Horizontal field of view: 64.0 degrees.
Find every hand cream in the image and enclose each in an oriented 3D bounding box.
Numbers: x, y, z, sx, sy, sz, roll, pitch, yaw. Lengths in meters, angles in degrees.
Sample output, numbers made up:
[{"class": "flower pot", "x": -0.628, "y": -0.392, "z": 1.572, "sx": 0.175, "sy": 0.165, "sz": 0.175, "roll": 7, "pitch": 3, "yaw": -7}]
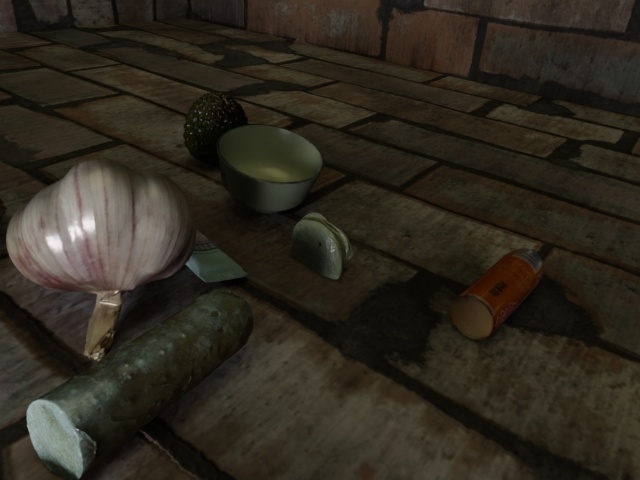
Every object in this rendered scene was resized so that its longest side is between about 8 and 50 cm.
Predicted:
[{"class": "hand cream", "x": -0.252, "y": -0.013, "z": 0.875, "sx": 0.331, "sy": 0.058, "sz": 0.085, "roll": 37, "pitch": 25, "yaw": 34}]

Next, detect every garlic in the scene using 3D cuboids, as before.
[{"class": "garlic", "x": -0.282, "y": 0.034, "z": 0.679, "sx": 0.244, "sy": 0.245, "sz": 0.254, "roll": -4, "pitch": 68, "yaw": -16}]

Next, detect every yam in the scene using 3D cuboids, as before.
[{"class": "yam", "x": -0.185, "y": 0.144, "z": 0.576, "sx": 0.093, "sy": 0.093, "sz": 0.259, "roll": 22, "pitch": 34, "yaw": 26}]

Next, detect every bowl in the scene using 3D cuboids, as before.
[{"class": "bowl", "x": -0.106, "y": -0.130, "z": 1.009, "sx": 0.211, "sy": 0.112, "sz": 0.212, "roll": 12, "pitch": 39, "yaw": -9}]

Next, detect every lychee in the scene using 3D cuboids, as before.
[{"class": "lychee", "x": -0.238, "y": -0.255, "z": 1.170, "sx": 0.171, "sy": 0.171, "sz": 0.171, "roll": 4, "pitch": 30, "yaw": -2}]

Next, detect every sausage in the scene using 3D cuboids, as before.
[{"class": "sausage", "x": 0.287, "y": 0.069, "z": 0.795, "sx": 0.071, "sy": 0.071, "sz": 0.234, "roll": 27, "pitch": 38, "yaw": 33}]

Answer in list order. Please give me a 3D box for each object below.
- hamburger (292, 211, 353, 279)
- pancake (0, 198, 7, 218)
[{"class": "hamburger", "x": -0.002, "y": 0.001, "z": 0.852, "sx": 0.121, "sy": 0.084, "sz": 0.054, "roll": 26, "pitch": 38, "yaw": 34}, {"class": "pancake", "x": -0.684, "y": -0.084, "z": 0.764, "sx": 0.386, "sy": 0.082, "sz": 0.387, "roll": 13, "pitch": -3, "yaw": 1}]
